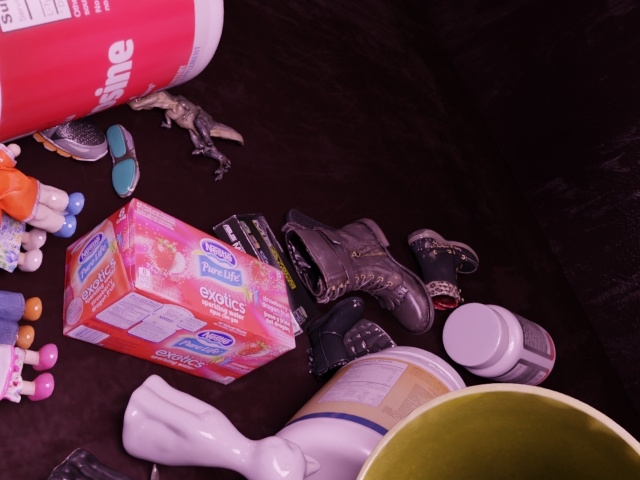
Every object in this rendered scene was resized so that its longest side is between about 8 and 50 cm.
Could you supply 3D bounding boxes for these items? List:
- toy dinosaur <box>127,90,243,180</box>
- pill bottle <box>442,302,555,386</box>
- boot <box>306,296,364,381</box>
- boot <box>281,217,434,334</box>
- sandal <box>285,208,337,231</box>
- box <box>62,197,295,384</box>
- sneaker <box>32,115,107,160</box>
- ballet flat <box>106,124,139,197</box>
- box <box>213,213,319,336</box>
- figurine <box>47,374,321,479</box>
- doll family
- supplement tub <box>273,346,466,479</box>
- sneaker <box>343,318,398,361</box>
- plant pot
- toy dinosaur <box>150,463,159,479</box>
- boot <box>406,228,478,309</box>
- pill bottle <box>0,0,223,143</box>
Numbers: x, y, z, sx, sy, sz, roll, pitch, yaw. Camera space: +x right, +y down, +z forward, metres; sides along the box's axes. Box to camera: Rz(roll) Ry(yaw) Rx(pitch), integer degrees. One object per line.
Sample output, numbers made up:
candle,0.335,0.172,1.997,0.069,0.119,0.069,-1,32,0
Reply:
toy dinosaur,-0.186,-0.168,1.167,0.268,0.064,0.118,23,37,-54
pill bottle,0.400,0.234,1.637,0.283,0.161,0.161,25,42,-48
boot,0.028,0.156,1.138,0.045,0.121,0.099,34,30,-37
boot,0.060,0.071,1.240,0.263,0.091,0.229,54,33,14
sandal,0.000,0.000,1.337,0.179,0.040,0.067,30,34,-28
box,-0.164,0.071,0.882,0.257,0.128,0.122,29,40,-44
sneaker,-0.337,-0.193,0.907,0.215,0.083,0.084,52,26,-16
ballet flat,-0.263,-0.105,0.994,0.041,0.041,0.114,19,48,-52
box,-0.075,0.050,1.090,0.190,0.045,0.184,60,10,2
figurine,-0.118,0.240,0.708,0.210,0.092,0.215,19,27,12
doll family,-0.336,0.035,0.678,0.163,0.118,0.262,29,57,-54
supplement tub,0.074,0.283,0.961,0.228,0.228,0.316,60,27,1
sneaker,0.125,0.256,1.248,0.283,0.107,0.124,61,12,-5
plant pot,0.188,0.310,0.698,0.293,0.275,0.274,57,16,-58
toy dinosaur,-0.118,0.356,0.685,0.160,0.121,0.313,26,44,-57
boot,0.301,0.086,1.707,0.236,0.085,0.178,24,45,-40
pill bottle,-0.314,-0.219,0.725,0.408,0.229,0.229,-32,91,-42
